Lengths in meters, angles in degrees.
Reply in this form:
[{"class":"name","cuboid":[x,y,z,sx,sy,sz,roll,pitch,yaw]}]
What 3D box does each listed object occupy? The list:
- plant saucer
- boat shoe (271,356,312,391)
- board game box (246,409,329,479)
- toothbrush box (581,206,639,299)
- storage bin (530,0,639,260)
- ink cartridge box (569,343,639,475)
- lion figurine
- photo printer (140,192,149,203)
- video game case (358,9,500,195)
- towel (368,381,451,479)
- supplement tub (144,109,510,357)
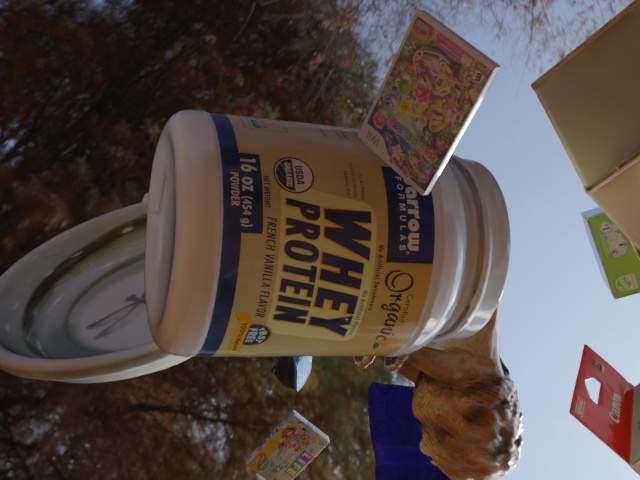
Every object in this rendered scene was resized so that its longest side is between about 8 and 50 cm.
[{"class":"plant saucer","cuboid":[-0.223,0.069,0.935,0.401,0.400,0.100,-5,-60,17]},{"class":"boat shoe","cuboid":[-0.069,0.210,1.451,0.089,0.109,0.258,24,-49,18]},{"class":"board game box","cuboid":[-0.071,0.451,1.568,0.103,0.026,0.154,40,-83,-15]},{"class":"toothbrush box","cuboid":[0.525,-0.025,1.016,0.283,0.206,0.122,-20,-91,17]},{"class":"storage bin","cuboid":[0.394,-0.159,0.803,0.123,0.262,0.260,39,-61,-24]},{"class":"ink cartridge box","cuboid":[0.531,0.286,1.193,0.239,0.275,0.060,43,-62,7]},{"class":"lion figurine","cuboid":[0.178,0.101,0.942,0.240,0.392,0.142,23,-21,-24]},{"class":"photo printer","cuboid":[-0.224,0.044,1.406,0.308,0.107,0.256,32,-36,16]},{"class":"video game case","cuboid":[0.083,-0.110,0.591,0.087,0.011,0.122,47,-51,28]},{"class":"towel","cuboid":[0.225,0.463,1.617,0.228,0.308,0.076,10,-40,-18]},{"class":"supplement tub","cuboid":[0.000,0.000,0.720,0.316,0.228,0.228,3,-51,-21]}]
